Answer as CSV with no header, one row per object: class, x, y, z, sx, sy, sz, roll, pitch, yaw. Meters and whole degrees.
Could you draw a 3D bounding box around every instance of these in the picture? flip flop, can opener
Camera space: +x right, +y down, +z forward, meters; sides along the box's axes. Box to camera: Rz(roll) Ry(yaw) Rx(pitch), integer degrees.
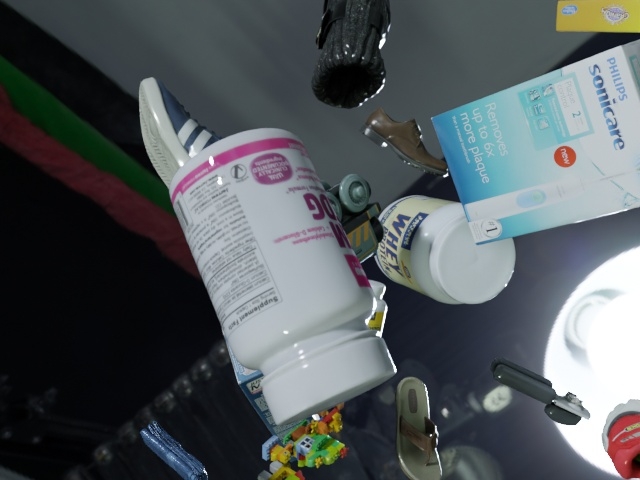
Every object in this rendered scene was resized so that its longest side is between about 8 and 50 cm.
flip flop,0.250,0.477,1.819,0.112,0.080,0.276,6,-116,-18
can opener,0.543,0.382,1.784,0.280,0.093,0.074,29,-163,-7

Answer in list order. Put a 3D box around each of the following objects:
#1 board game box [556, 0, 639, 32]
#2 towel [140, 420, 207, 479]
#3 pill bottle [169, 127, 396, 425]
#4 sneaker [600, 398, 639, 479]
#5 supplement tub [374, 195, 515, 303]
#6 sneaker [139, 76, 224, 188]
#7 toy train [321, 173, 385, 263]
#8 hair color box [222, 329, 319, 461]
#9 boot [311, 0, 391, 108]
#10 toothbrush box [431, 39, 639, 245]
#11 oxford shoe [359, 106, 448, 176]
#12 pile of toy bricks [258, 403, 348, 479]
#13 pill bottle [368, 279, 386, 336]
board game box,0.688,-0.465,1.476,0.242,0.064,0.317,-18,-156,-39
towel,-0.221,0.329,1.102,0.119,0.029,0.067,34,149,18
pill bottle,-0.039,0.038,0.766,0.160,0.160,0.283,12,-129,-65
sneaker,0.489,0.289,0.884,0.279,0.107,0.118,10,-154,14
supplement tub,0.287,0.020,1.719,0.235,0.235,0.325,43,173,-20
sneaker,-0.188,-0.138,1.214,0.350,0.148,0.131,60,154,18
toy train,0.000,0.000,1.406,0.334,0.142,0.190,-35,-70,-41
hair color box,-0.098,0.327,1.611,0.174,0.105,0.347,-117,4,-47
boot,0.058,-0.348,1.302,0.348,0.131,0.260,67,-155,-76
toothbrush box,0.346,-0.137,1.063,0.126,0.296,0.216,-28,-80,-51
oxford shoe,0.208,-0.228,1.660,0.227,0.096,0.083,34,-168,-1
pile of toy bricks,-0.004,0.354,1.254,0.105,0.118,0.212,22,-146,30
pill bottle,0.110,0.196,1.831,0.103,0.184,0.103,10,-172,-1
